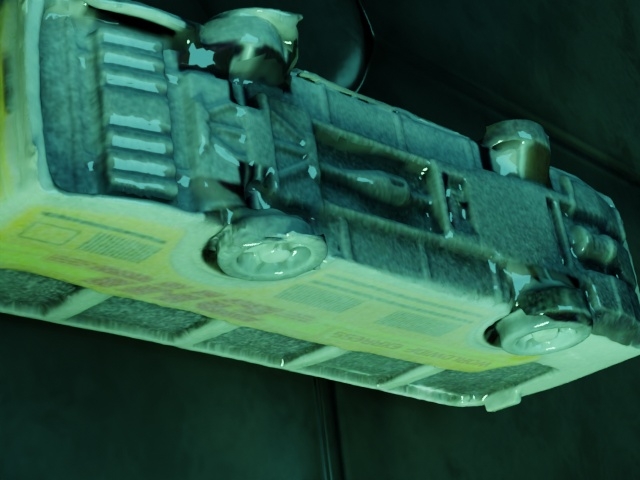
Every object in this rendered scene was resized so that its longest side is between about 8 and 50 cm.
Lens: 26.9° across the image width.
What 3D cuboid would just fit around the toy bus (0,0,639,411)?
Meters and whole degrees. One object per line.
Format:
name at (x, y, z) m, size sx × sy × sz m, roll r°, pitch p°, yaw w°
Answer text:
toy bus at (0.000, 0.000, 0.558) m, size 0.342 × 0.138 × 0.097 m, roll 17°, pitch 54°, yaw -43°
